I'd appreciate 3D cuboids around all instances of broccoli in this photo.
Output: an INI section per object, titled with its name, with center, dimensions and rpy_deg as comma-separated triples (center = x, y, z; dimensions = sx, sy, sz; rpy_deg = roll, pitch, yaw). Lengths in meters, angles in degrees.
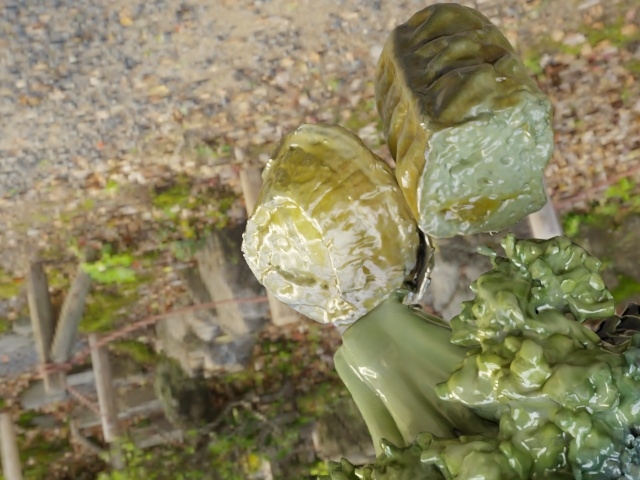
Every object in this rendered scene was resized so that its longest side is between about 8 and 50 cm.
[broccoli]
center = 0.132, 0.163, 0.784
dimensions = 0.348, 0.281, 0.293
rpy_deg = -43, 153, 3

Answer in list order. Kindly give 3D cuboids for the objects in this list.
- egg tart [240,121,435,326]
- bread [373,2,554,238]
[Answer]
[egg tart]
center = 0.000, 0.000, 0.969
dimensions = 0.098, 0.232, 0.252
rpy_deg = -34, -162, -36
[bread]
center = 0.125, -0.127, 0.909
dimensions = 0.152, 0.267, 0.130
rpy_deg = -37, 120, 18
